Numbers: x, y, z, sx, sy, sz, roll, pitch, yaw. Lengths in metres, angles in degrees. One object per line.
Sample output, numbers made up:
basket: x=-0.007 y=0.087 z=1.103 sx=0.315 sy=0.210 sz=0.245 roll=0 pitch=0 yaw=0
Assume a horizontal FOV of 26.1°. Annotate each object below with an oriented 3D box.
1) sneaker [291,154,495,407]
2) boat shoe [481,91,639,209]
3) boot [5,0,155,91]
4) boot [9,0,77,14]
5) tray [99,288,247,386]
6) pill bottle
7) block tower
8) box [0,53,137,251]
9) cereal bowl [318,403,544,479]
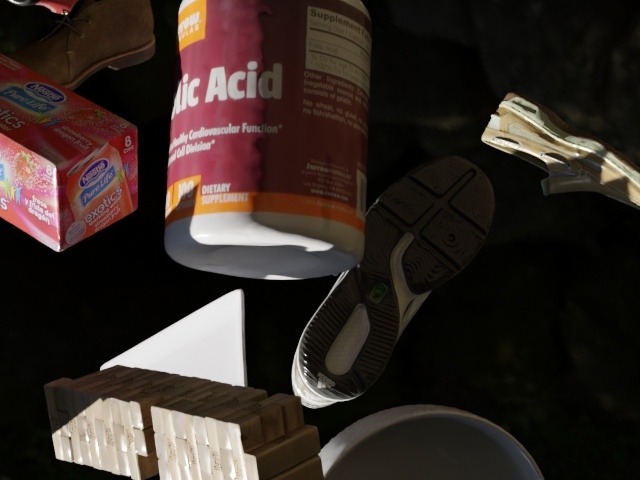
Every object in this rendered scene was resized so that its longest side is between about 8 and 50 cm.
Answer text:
sneaker: x=0.085 y=0.070 z=2.129 sx=0.169 sy=0.447 sz=0.257 roll=38 pitch=160 yaw=-1
boat shoe: x=0.247 y=-0.073 z=1.383 sx=0.190 sy=0.072 sz=0.068 roll=34 pitch=174 yaw=26
boot: x=-0.356 y=-0.281 z=1.928 sx=0.112 sy=0.305 sz=0.115 roll=31 pitch=133 yaw=28
boot: x=-0.477 y=-0.447 z=2.098 sx=0.244 sy=0.088 sz=0.176 roll=49 pitch=-158 yaw=14
tray: x=-0.180 y=0.175 z=1.711 sx=0.030 sy=0.270 sz=0.145 roll=28 pitch=-135 yaw=-39
pill bottle: x=-0.055 y=-0.167 z=1.555 sx=0.224 sy=0.392 sz=0.224 roll=2 pitch=167 yaw=0
block tower: x=-0.149 y=0.197 z=1.434 sx=0.335 sy=0.091 sz=0.097 roll=4 pitch=-165 yaw=43
box: x=-0.346 y=-0.110 z=1.615 sx=0.257 sy=0.128 sz=0.123 roll=29 pitch=131 yaw=29
cereal bowl: x=0.106 y=0.357 z=1.677 sx=0.339 sy=0.339 sz=0.141 roll=37 pitch=172 yaw=-20
